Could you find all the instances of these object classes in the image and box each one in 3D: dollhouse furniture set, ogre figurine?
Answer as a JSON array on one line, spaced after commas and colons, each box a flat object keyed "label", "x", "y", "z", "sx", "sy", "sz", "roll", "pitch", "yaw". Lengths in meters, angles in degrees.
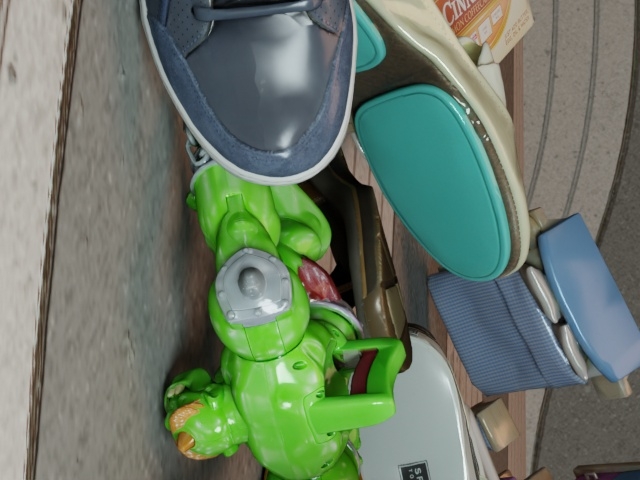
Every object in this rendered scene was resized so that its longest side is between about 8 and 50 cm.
[{"label": "dollhouse furniture set", "x": 0.126, "y": 0.149, "z": 1.572, "sx": 0.286, "sy": 0.198, "sz": 0.303, "roll": -17, "pitch": -79, "yaw": 59}, {"label": "ogre figurine", "x": -0.015, "y": 0.044, "z": 0.759, "sx": 0.118, "sy": 0.097, "sz": 0.197, "roll": -96, "pitch": -169, "yaw": -61}]

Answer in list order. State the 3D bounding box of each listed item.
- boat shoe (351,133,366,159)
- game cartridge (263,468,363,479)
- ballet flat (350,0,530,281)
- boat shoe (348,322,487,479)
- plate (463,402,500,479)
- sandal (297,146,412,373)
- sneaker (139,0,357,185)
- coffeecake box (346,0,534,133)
[{"label": "boat shoe", "x": 0.056, "y": -0.088, "z": 1.167, "sx": 0.267, "sy": 0.096, "sz": 0.088, "roll": 50, "pitch": 44, "yaw": -72}, {"label": "game cartridge", "x": 0.005, "y": 0.245, "z": 0.997, "sx": 0.285, "sy": 0.052, "sz": 0.324, "roll": 78, "pitch": 12, "yaw": -47}, {"label": "ballet flat", "x": 0.042, "y": -0.093, "z": 0.874, "sx": 0.248, "sy": 0.086, "sz": 0.086, "roll": 56, "pitch": 26, "yaw": -26}, {"label": "boat shoe", "x": 0.058, "y": 0.151, "z": 0.948, "sx": 0.070, "sy": 0.077, "sz": 0.219, "roll": -22, "pitch": 107, "yaw": -79}, {"label": "plate", "x": 0.107, "y": 0.227, "z": 1.136, "sx": 0.277, "sy": 0.045, "sz": 0.278, "roll": 66, "pitch": 10, "yaw": -57}, {"label": "sandal", "x": 0.000, "y": 0.000, "z": 0.911, "sx": 0.219, "sy": 0.060, "sz": 0.090, "roll": -114, "pitch": -174, "yaw": -57}, {"label": "sneaker", "x": -0.035, "y": -0.132, "z": 0.641, "sx": 0.163, "sy": 0.086, "sz": 0.226, "roll": -16, "pitch": 97, "yaw": -89}, {"label": "coffeecake box", "x": 0.041, "y": -0.171, "z": 0.969, "sx": 0.142, "sy": 0.068, "sz": 0.185, "roll": -48, "pitch": 127, "yaw": -50}]
